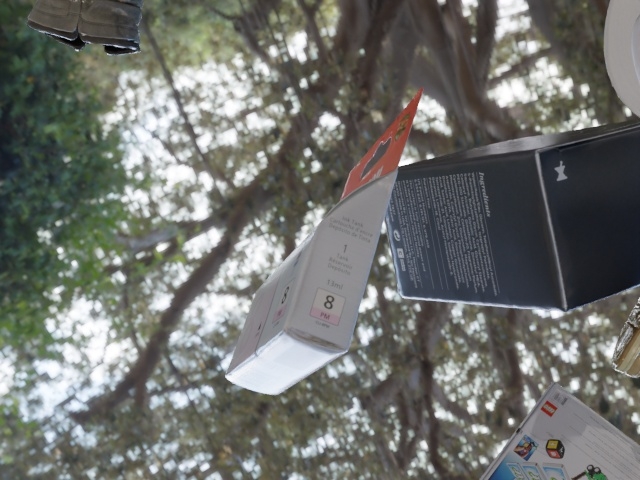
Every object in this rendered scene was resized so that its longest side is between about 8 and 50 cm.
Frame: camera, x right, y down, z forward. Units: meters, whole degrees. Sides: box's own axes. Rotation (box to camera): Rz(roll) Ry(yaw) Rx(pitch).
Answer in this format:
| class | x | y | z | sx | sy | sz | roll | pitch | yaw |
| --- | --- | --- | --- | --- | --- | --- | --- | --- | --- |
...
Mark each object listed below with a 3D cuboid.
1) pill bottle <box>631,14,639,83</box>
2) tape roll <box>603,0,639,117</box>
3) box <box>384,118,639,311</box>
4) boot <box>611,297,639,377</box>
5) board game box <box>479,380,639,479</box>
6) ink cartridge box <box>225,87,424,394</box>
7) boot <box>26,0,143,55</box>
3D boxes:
| class | x | y | z | sx | sy | sz | roll | pitch | yaw |
| --- | --- | --- | --- | --- | --- | --- | --- | --- | --- |
| pill bottle | 0.375 | -0.168 | 0.663 | 0.283 | 0.160 | 0.160 | -28 | -163 | 47 |
| tape roll | 0.476 | -0.285 | 1.030 | 0.392 | 0.072 | 0.392 | -40 | -140 | 44 |
| box | 0.317 | -0.042 | 1.391 | 0.293 | 0.212 | 0.395 | -15 | -174 | -26 |
| boot | 0.504 | 0.103 | 1.173 | 0.262 | 0.203 | 0.095 | -53 | 177 | -3 |
| board game box | 0.365 | 0.346 | 1.208 | 0.305 | 0.053 | 0.193 | 38 | -117 | 15 |
| ink cartridge box | 0.000 | 0.000 | 0.786 | 0.189 | 0.066 | 0.232 | 134 | -28 | -64 |
| boot | -0.283 | -0.295 | 1.001 | 0.246 | 0.161 | 0.083 | 21 | -174 | 15 |
